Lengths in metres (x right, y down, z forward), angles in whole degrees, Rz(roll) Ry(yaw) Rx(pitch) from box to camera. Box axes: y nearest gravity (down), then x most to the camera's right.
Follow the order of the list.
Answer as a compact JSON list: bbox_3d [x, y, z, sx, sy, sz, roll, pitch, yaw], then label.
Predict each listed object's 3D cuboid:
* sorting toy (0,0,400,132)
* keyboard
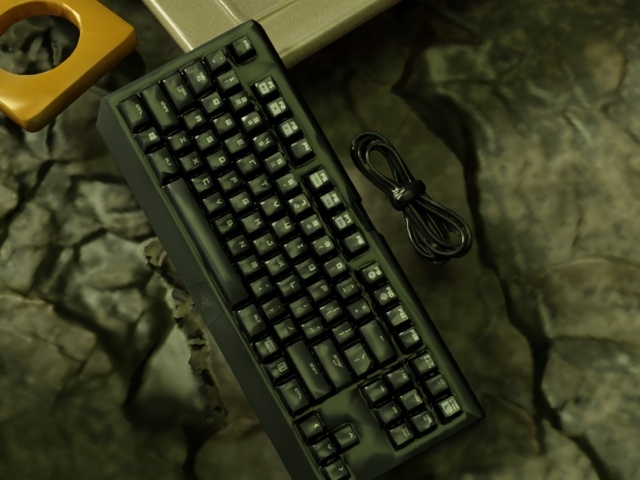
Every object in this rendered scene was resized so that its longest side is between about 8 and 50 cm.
[{"bbox_3d":[-0.015,-0.158,0.846,0.348,0.047,0.196,-32,60,-14],"label":"sorting toy"},{"bbox_3d":[0.000,0.000,0.738,0.108,0.023,0.180,-28,82,-11],"label":"keyboard"}]
